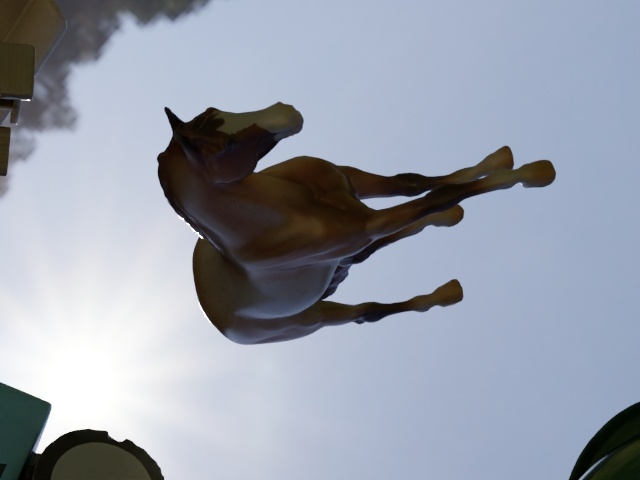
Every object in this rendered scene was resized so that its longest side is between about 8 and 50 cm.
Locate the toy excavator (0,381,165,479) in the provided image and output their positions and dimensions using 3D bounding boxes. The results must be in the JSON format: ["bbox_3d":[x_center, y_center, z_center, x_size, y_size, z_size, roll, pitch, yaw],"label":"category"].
[{"bbox_3d":[-0.349,0.175,1.470,0.222,0.445,0.433,120,-9,-50],"label":"toy excavator"}]

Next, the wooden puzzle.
[{"bbox_3d":[-0.311,-0.238,1.803,0.221,0.044,0.239,-46,-126,44],"label":"wooden puzzle"}]

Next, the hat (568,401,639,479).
[{"bbox_3d":[0.144,0.183,1.115,0.173,0.183,0.208,-30,-123,44],"label":"hat"}]

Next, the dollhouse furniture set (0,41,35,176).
[{"bbox_3d":[-0.254,-0.048,1.140,0.101,0.161,0.182,118,-27,-63],"label":"dollhouse furniture set"}]

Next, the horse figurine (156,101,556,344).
[{"bbox_3d":[0.000,0.000,0.913,0.263,0.174,0.066,121,-42,-69],"label":"horse figurine"}]
